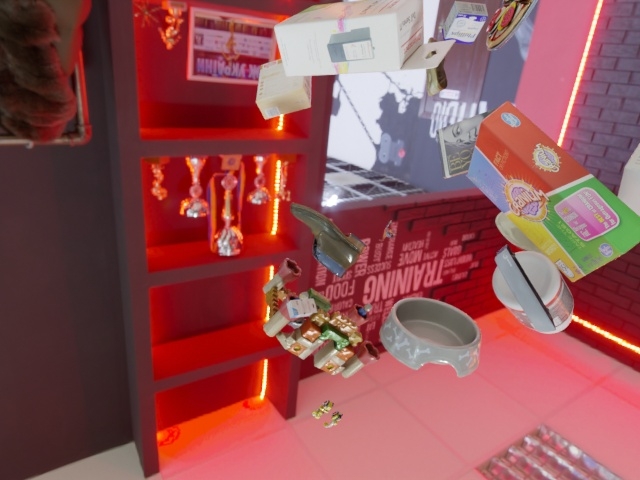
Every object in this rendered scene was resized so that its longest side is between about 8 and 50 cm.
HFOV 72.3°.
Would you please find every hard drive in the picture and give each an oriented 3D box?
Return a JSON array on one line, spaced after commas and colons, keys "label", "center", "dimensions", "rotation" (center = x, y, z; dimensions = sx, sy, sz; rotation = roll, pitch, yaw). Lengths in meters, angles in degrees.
[{"label": "hard drive", "center": [0.590, 0.137, 1.275], "dimensions": [0.054, 0.254, 0.172], "rotation": [-32, 172, 23]}]

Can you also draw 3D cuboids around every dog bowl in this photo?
[{"label": "dog bowl", "center": [0.385, 0.316, 1.511], "dimensions": [0.349, 0.102, 0.348], "rotation": [8, -158, -3]}]

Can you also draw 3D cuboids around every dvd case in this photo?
[{"label": "dvd case", "center": [0.467, -0.297, 1.333], "dimensions": [0.221, 0.164, 0.018], "rotation": [-15, 165, 38]}]

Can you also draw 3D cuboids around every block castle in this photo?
[{"label": "block castle", "center": [0.014, 0.284, 1.638], "dimensions": [0.453, 0.213, 0.303], "rotation": [36, -158, -25]}]

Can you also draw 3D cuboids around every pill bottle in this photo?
[{"label": "pill bottle", "center": [0.766, 0.199, 1.552], "dimensions": [0.210, 0.210, 0.363], "rotation": [30, 175, 46]}]

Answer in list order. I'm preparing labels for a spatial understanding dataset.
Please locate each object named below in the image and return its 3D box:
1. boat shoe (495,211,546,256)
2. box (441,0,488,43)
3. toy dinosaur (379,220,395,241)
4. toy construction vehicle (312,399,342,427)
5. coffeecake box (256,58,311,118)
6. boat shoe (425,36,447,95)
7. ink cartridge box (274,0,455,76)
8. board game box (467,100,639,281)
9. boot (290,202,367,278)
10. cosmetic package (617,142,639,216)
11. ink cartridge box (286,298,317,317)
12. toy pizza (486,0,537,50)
[{"label": "boat shoe", "center": [0.781, 0.002, 1.586], "dimensions": [0.324, 0.116, 0.097], "rotation": [42, -173, 40]}, {"label": "box", "center": [0.564, -0.853, 1.724], "dimensions": [0.126, 0.137, 0.072], "rotation": [1, -114, -8]}, {"label": "toy dinosaur", "center": [0.233, -0.022, 1.523], "dimensions": [0.047, 0.090, 0.082], "rotation": [49, -163, 24]}, {"label": "toy construction vehicle", "center": [0.023, 0.576, 1.444], "dimensions": [0.086, 0.098, 0.035], "rotation": [39, -149, -18]}, {"label": "coffeecake box", "center": [-0.104, -0.454, 1.281], "dimensions": [0.143, 0.068, 0.185], "rotation": [-11, -128, 14]}, {"label": "boat shoe", "center": [0.287, -0.446, 1.122], "dimensions": [0.056, 0.152, 0.048], "rotation": [3, 165, -36]}, {"label": "ink cartridge box", "center": [0.105, -0.463, 0.981], "dimensions": [0.354, 0.119, 0.207], "rotation": [8, -140, 26]}, {"label": "board game box", "center": [0.423, -0.082, 0.836], "dimensions": [0.316, 0.064, 0.242], "rotation": [52, 180, 21]}, {"label": "boot", "center": [0.000, 0.000, 1.083], "dimensions": [0.219, 0.106, 0.082], "rotation": [32, 173, -7]}, {"label": "cosmetic package", "center": [0.742, -0.200, 0.812], "dimensions": [0.197, 0.155, 0.365], "rotation": [32, -102, 37]}, {"label": "ink cartridge box", "center": [-0.055, 0.203, 1.316], "dimensions": [0.083, 0.028, 0.048], "rotation": [0, -118, -34]}, {"label": "toy pizza", "center": [0.431, -0.527, 0.981], "dimensions": [0.032, 0.201, 0.201], "rotation": [25, -159, -7]}]
